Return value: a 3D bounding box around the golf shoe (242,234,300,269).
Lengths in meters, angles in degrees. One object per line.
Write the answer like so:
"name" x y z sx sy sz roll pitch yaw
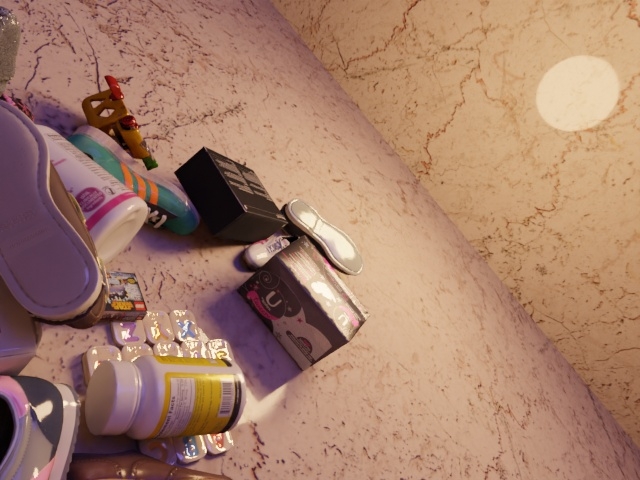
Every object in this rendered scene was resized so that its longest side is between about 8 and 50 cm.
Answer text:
"golf shoe" -0.125 0.019 1.181 0.067 0.086 0.186 55 31 7

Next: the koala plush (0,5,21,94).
"koala plush" -0.675 -0.334 0.787 0.221 0.203 0.196 29 29 6

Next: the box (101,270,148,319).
"box" -0.375 0.092 0.793 0.137 0.027 0.093 11 38 -49

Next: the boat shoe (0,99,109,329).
"boat shoe" -0.359 -0.034 0.570 0.117 0.096 0.324 -30 73 -22

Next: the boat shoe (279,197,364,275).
"boat shoe" 0.000 0.000 1.369 0.302 0.091 0.114 46 48 -10

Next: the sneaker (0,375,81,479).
"sneaker" -0.343 0.296 0.472 0.131 0.112 0.318 55 18 -56

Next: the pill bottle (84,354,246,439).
"pill bottle" -0.228 0.235 0.700 0.209 0.119 0.119 18 41 -43

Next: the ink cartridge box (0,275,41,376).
"ink cartridge box" -0.550 0.049 0.471 0.395 0.166 0.285 5 52 -52

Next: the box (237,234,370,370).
"box" -0.040 0.144 1.068 0.247 0.163 0.142 51 32 4

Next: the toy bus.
"toy bus" -0.442 -0.232 0.993 0.190 0.105 0.202 66 -13 -10

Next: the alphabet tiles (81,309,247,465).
"alphabet tiles" -0.256 0.241 0.802 0.284 0.021 0.277 10 47 -49

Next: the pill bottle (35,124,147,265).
"pill bottle" -0.450 -0.087 0.765 0.283 0.160 0.160 38 30 -3

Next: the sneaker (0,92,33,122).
"sneaker" -0.580 -0.238 0.907 0.119 0.047 0.057 53 17 4

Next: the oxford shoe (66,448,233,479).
"oxford shoe" -0.227 0.337 0.647 0.271 0.096 0.098 30 9 -41

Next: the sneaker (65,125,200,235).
"sneaker" -0.392 -0.090 0.939 0.302 0.108 0.121 39 46 -23

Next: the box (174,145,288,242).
"box" -0.205 -0.098 1.121 0.184 0.103 0.261 54 11 13
